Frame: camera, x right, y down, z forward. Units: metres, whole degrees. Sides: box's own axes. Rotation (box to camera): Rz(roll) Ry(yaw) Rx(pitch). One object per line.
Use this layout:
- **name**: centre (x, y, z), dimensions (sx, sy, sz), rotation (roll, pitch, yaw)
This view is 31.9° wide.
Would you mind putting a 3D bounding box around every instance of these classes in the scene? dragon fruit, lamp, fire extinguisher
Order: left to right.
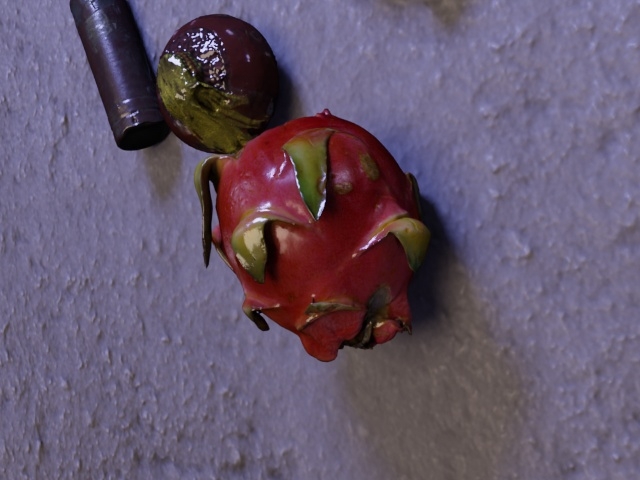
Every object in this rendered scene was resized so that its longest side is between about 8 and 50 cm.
- **fire extinguisher**: centre (-0.258, -0.250, 1.408), dimensions (0.089, 0.072, 0.267), rotation (-36, 68, 44)
- **lamp**: centre (-0.124, -0.175, 1.246), dimensions (0.157, 0.135, 0.156), rotation (12, 100, 44)
- **dragon fruit**: centre (-0.002, -0.005, 1.094), dimensions (0.224, 0.224, 0.227), rotation (-44, 45, 35)
